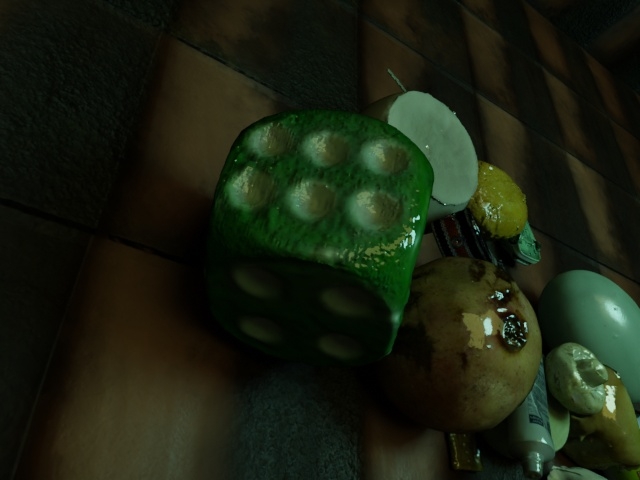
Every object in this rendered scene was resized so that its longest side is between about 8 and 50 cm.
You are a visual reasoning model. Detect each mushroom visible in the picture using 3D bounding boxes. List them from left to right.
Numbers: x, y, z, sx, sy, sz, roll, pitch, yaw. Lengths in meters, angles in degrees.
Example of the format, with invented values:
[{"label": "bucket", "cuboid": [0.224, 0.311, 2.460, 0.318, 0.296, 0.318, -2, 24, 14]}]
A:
[{"label": "mushroom", "cuboid": [0.535, 0.287, 1.102, 0.148, 0.112, 0.148, 25, 42, -24]}]

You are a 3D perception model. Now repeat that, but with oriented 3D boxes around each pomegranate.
[{"label": "pomegranate", "cuboid": [0.247, 0.184, 0.966, 0.322, 0.322, 0.322, 20, 53, -28]}]

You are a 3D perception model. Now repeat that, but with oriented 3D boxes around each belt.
[{"label": "belt", "cuboid": [0.336, 0.054, 1.145, 0.359, 0.094, 0.126, 44, 40, -48]}]

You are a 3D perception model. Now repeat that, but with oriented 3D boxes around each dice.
[{"label": "dice", "cuboid": [0.000, 0.000, 0.805, 0.296, 0.300, 0.287, 13, 50, 6]}]

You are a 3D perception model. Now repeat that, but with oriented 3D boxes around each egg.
[{"label": "egg", "cuboid": [0.689, 0.243, 1.310, 0.230, 0.230, 0.371, -37, 96, -45]}]

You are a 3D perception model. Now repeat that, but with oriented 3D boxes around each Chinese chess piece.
[{"label": "Chinese chess piece", "cuboid": [0.417, 0.336, 1.125, 0.250, 0.101, 0.251, 20, 53, -28]}]

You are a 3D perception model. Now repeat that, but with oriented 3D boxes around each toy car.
[{"label": "toy car", "cuboid": [0.535, -0.031, 1.465, 0.090, 0.076, 0.224, 20, 45, -27]}]

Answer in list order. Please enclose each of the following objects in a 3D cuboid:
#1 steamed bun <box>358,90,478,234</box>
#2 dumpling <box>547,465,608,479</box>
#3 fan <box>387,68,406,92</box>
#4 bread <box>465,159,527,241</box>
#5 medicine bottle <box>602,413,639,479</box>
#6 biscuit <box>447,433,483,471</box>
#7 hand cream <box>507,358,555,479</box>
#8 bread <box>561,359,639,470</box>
[{"label": "steamed bun", "cuboid": [0.186, -0.162, 1.173, 0.324, 0.206, 0.325, 15, 63, -32]}, {"label": "dumpling", "cuboid": [0.566, 0.554, 1.108, 0.199, 0.118, 0.136, 15, 66, 3]}, {"label": "fan", "cuboid": [0.298, -0.370, 1.531, 0.329, 0.009, 0.190, 54, 45, 1]}, {"label": "bread", "cuboid": [0.422, -0.099, 1.371, 0.239, 0.139, 0.240, 20, 53, -28]}, {"label": "medicine bottle", "cuboid": [0.733, 0.534, 1.226, 0.139, 0.139, 0.226, -3, 67, -40]}, {"label": "biscuit", "cuboid": [0.282, 0.407, 1.033, 0.081, 0.018, 0.083, 17, 54, -30]}, {"label": "hand cream", "cuboid": [0.398, 0.296, 1.027, 0.124, 0.077, 0.341, 41, 37, -18]}, {"label": "bread", "cuboid": [0.588, 0.398, 1.179, 0.132, 0.174, 0.252, -7, 76, -33]}]
